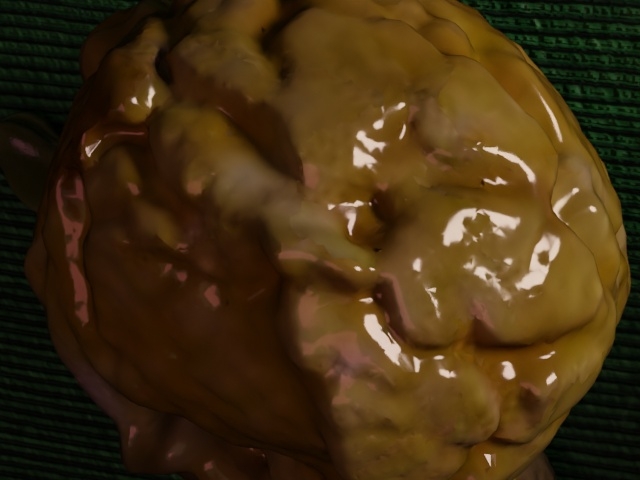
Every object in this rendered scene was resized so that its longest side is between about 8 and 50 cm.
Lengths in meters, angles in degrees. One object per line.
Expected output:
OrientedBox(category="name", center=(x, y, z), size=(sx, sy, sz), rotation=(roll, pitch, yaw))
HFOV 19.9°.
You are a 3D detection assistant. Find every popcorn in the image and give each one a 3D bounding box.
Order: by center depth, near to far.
OrientedBox(category="popcorn", center=(0.012, -0.006, 1.094), size=(0.390, 0.354, 0.344), rotation=(-12, 101, 49))

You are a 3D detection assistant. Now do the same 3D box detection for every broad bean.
OrientedBox(category="broad bean", center=(-0.207, -0.056, 1.337), size=(0.063, 0.045, 0.083), rotation=(-16, 114, 28))

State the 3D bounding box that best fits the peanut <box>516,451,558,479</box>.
OrientedBox(category="peanut", center=(0.145, 0.209, 1.298), size=(0.099, 0.099, 0.214), rotation=(-19, 99, 28))
